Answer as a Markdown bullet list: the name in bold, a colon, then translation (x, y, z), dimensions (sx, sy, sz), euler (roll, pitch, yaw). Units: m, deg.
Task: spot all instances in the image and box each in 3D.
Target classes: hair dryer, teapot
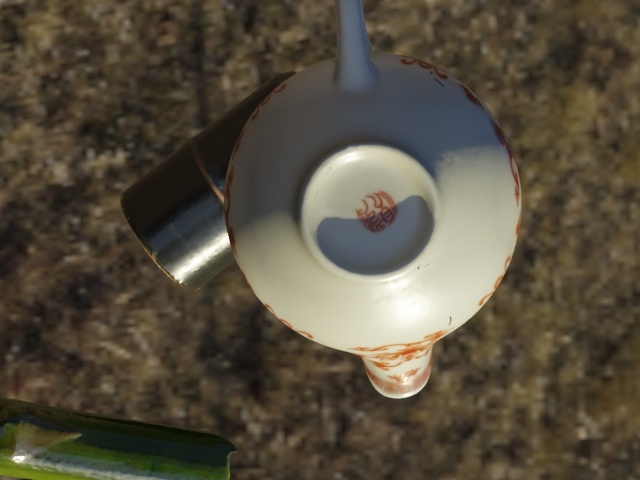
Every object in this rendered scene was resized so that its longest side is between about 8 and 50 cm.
- **hair dryer**: translation (0.000, 0.000, 1.652), dimensions (0.352, 0.189, 0.107), euler (40, 17, -48)
- **teapot**: translation (0.027, -0.033, 1.012), dimensions (0.116, 0.159, 0.245), euler (-5, 95, -75)

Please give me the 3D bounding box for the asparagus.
- **asparagus**: translation (-0.202, 0.150, 1.389), dimensions (0.277, 0.067, 0.060), euler (12, 37, -19)
